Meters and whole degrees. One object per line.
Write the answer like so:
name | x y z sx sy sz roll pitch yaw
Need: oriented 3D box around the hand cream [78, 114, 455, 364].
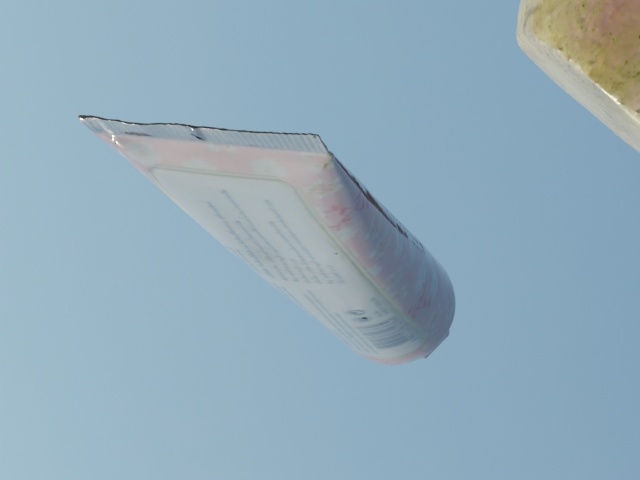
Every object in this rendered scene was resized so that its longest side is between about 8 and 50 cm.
hand cream | 0.000 0.000 0.495 0.067 0.209 0.043 8 -103 20

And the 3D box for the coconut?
coconut | 0.271 -0.180 1.110 0.259 0.259 0.259 -16 -132 18
